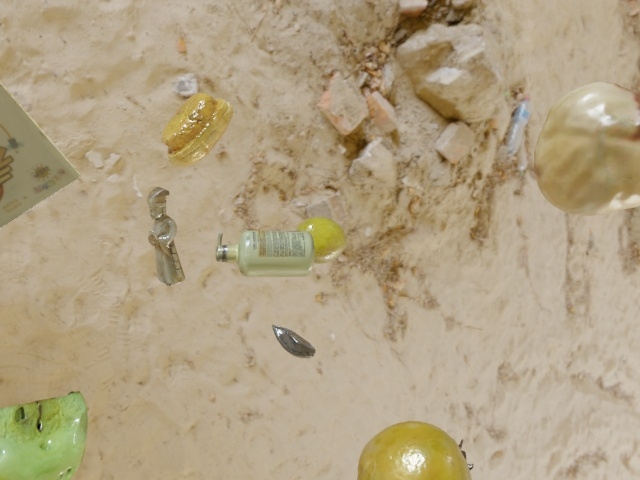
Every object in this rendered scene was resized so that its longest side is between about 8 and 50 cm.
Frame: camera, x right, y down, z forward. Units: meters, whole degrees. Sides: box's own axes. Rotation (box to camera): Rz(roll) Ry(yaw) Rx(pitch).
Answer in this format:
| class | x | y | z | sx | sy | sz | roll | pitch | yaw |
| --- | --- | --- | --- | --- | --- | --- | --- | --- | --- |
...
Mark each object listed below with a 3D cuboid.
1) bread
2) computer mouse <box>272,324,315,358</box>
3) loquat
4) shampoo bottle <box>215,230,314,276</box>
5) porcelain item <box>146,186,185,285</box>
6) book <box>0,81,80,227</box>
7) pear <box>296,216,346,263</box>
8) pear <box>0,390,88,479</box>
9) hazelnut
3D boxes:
| class | x | y | z | sx | sy | sz | roll | pitch | yaw |
| --- | --- | --- | --- | --- | --- | --- | --- | --- | --- |
| bread | -0.353 | -0.316 | 1.480 | 0.120 | 0.198 | 0.236 | 41 | 76 | -32 |
| computer mouse | -0.073 | 0.259 | 1.315 | 0.047 | 0.135 | 0.079 | -56 | 160 | -1 |
| loquat | 0.195 | 0.483 | 1.054 | 0.244 | 0.244 | 0.244 | -2 | 93 | -39 |
| shampoo bottle | -0.094 | 0.023 | 0.874 | 0.162 | 0.079 | 0.079 | 0 | 92 | -11 |
| porcelain item | -0.341 | -0.009 | 1.133 | 0.054 | 0.084 | 0.213 | -30 | 128 | -44 |
| book | -0.490 | -0.135 | 0.666 | 0.208 | 0.020 | 0.295 | -37 | 134 | -10 |
| pear | 0.000 | 0.000 | 1.626 | 0.162 | 0.149 | 0.149 | 7 | 88 | -30 |
| pear | -0.874 | 0.646 | 1.544 | 0.342 | 0.238 | 0.318 | 4 | 54 | -51 |
| hazelnut | 0.548 | -0.166 | 1.019 | 0.241 | 0.261 | 0.261 | -24 | 109 | -67 |
